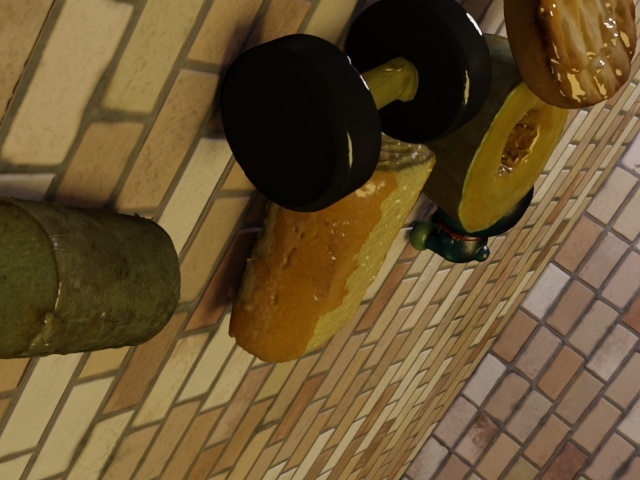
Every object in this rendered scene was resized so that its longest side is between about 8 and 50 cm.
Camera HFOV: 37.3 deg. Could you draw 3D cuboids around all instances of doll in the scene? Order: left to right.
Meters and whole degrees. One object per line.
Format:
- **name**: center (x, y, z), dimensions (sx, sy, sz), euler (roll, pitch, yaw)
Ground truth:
- **doll**: center (0.312, -0.078, 1.893), dimensions (0.198, 0.186, 0.322), euler (-37, 157, -34)

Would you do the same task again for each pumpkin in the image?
- **pumpkin**: center (0.265, -0.196, 1.634), dimensions (0.332, 0.199, 0.332), euler (-42, 149, -33)

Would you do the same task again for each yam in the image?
- **yam**: center (-0.265, 0.042, 0.996), dimensions (0.161, 0.161, 0.268), euler (-56, 160, 10)

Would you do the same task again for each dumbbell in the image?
- **dumbbell**: center (0.051, -0.184, 1.195), dimensions (0.322, 0.204, 0.203), euler (-32, 151, -41)

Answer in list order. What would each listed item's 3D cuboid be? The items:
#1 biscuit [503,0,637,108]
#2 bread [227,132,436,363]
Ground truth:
- **biscuit**: center (0.375, -0.344, 1.443), dimensions (0.296, 0.102, 0.296), euler (0, 89, -43)
- **bread**: center (0.000, 0.000, 1.427), dimensions (0.237, 0.165, 0.375), euler (-23, 146, -46)
